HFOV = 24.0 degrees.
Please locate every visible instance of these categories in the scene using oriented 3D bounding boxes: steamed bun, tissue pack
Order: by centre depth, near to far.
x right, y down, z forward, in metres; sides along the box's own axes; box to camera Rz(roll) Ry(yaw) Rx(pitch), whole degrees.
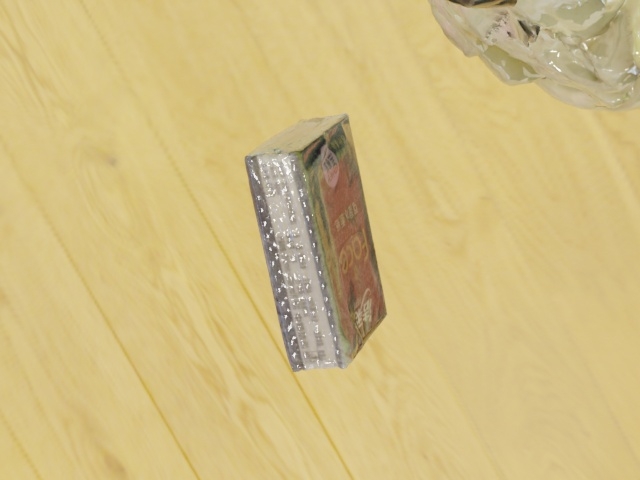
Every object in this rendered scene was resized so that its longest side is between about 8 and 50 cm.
[{"bbox_3d":[0.000,0.000,1.041,0.051,0.112,0.156,-5,106,21],"label":"tissue pack"},{"bbox_3d":[0.185,-0.240,1.175,0.275,0.206,0.320,-52,133,-42],"label":"steamed bun"}]

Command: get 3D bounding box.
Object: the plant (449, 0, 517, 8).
[{"bbox_3d":[0.057,-0.241,0.756,0.164,0.142,0.256,-40,102,-44],"label":"plant"}]
